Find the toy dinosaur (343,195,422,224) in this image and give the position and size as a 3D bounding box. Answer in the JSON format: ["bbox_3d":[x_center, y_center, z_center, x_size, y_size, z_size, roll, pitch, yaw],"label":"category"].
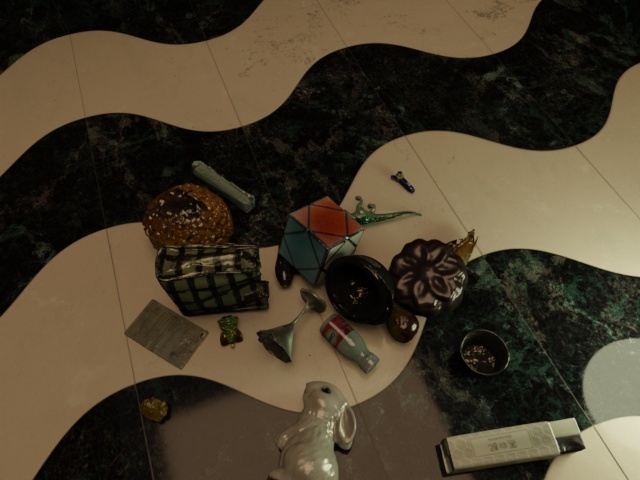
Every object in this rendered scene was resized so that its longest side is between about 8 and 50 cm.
[{"bbox_3d":[0.207,-0.126,1.969,0.382,0.076,0.130,-14,66,-3],"label":"toy dinosaur"}]

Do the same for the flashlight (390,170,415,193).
[{"bbox_3d":[0.349,-0.245,2.058,0.057,0.035,0.121,-30,62,-17],"label":"flashlight"}]

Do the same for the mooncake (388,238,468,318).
[{"bbox_3d":[0.372,0.128,1.734,0.282,0.141,0.283,-6,66,13],"label":"mooncake"}]

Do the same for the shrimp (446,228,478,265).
[{"bbox_3d":[0.488,0.054,1.863,0.152,0.063,0.287,24,63,28],"label":"shrimp"}]

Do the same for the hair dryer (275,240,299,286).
[{"bbox_3d":[-0.062,0.088,1.859,0.218,0.075,0.196,3,49,-9],"label":"hair dryer"}]

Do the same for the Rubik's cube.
[{"bbox_3d":[0.000,0.000,1.784,0.205,0.205,0.207,41,47,21],"label":"Rubik's cube"}]

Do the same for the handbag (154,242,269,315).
[{"bbox_3d":[-0.350,0.134,1.669,0.326,0.325,0.163,-2,60,0],"label":"handbag"}]

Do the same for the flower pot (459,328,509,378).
[{"bbox_3d":[0.530,0.384,1.627,0.157,0.107,0.158,-2,56,3],"label":"flower pot"}]

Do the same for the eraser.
[{"bbox_3d":[0.573,0.620,1.486,0.403,0.096,0.098,-8,58,-3],"label":"eraser"}]

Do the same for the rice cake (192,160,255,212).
[{"bbox_3d":[-0.410,-0.228,2.047,0.336,0.066,0.063,34,56,19],"label":"rice cake"}]

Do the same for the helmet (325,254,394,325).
[{"bbox_3d":[0.159,0.158,1.702,0.278,0.231,0.160,23,26,30],"label":"helmet"}]

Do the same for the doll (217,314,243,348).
[{"bbox_3d":[-0.313,0.310,1.706,0.078,0.077,0.113,-10,59,-15],"label":"doll"}]

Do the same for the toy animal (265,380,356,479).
[{"bbox_3d":[-0.004,0.601,1.469,0.257,0.194,0.357,14,51,21],"label":"toy animal"}]

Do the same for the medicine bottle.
[{"bbox_3d":[0.099,0.348,1.665,0.090,0.090,0.216,-39,65,-21],"label":"medicine bottle"}]

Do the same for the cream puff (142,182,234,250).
[{"bbox_3d":[-0.493,-0.060,1.850,0.326,0.231,0.343,-13,59,-11],"label":"cream puff"}]

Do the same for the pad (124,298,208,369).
[{"bbox_3d":[-0.544,0.326,1.741,0.264,0.009,0.160,26,63,16],"label":"pad"}]

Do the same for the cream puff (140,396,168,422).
[{"bbox_3d":[-0.533,0.539,1.585,0.083,0.083,0.058,-17,14,3],"label":"cream puff"}]

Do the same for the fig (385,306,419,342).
[{"bbox_3d":[0.265,0.277,1.701,0.154,0.103,0.109,37,45,22],"label":"fig"}]

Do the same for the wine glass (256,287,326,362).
[{"bbox_3d":[-0.090,0.282,1.685,0.156,0.156,0.232,33,61,19],"label":"wine glass"}]
